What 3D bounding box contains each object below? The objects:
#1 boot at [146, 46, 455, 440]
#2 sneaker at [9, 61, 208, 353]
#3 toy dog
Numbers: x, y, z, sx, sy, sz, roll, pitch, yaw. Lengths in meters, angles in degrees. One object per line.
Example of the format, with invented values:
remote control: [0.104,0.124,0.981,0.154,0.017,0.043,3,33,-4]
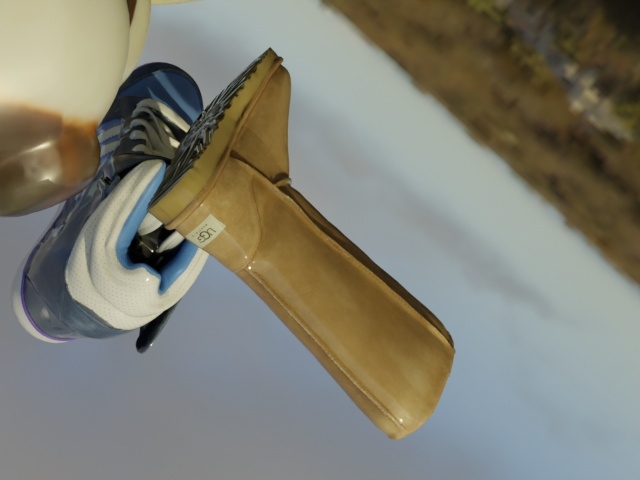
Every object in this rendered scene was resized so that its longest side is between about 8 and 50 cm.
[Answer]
boot: [0.000,0.000,1.361,0.269,0.089,0.236,42,-139,-15]
sneaker: [-0.139,-0.052,1.513,0.130,0.323,0.236,40,147,-24]
toy dog: [-0.247,-0.146,1.201,0.395,0.284,0.408,6,-168,-11]
